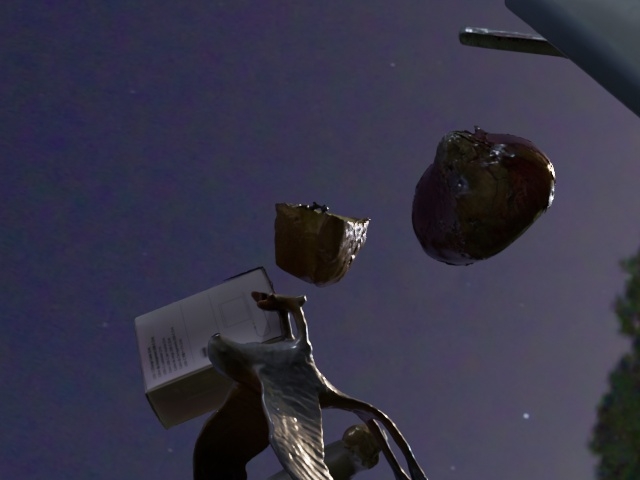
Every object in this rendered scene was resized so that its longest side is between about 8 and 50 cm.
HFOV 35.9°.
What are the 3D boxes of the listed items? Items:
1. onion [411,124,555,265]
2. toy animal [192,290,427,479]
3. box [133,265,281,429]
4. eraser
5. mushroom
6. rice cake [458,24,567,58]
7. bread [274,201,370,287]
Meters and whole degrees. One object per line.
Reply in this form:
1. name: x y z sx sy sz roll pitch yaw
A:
1. onion: 0.177 -0.064 1.159 0.184 0.184 0.147 -50 -64 -29
2. toy animal: 0.000 0.200 1.246 0.284 0.225 0.302 -4 -101 -41
3. box: -0.175 0.175 1.657 0.251 0.203 0.106 -21 -54 -4
4. eraser: 0.357 -0.231 1.038 0.189 0.290 0.104 -36 -29 -7
5. mushroom: 0.011 0.358 1.514 0.116 0.225 0.093 22 -136 -52
6. rice cake: 0.345 -0.348 1.733 0.033 0.207 0.033 -78 -6 -50
7. bread: -0.003 0.008 1.647 0.260 0.129 0.134 14 -91 -77
